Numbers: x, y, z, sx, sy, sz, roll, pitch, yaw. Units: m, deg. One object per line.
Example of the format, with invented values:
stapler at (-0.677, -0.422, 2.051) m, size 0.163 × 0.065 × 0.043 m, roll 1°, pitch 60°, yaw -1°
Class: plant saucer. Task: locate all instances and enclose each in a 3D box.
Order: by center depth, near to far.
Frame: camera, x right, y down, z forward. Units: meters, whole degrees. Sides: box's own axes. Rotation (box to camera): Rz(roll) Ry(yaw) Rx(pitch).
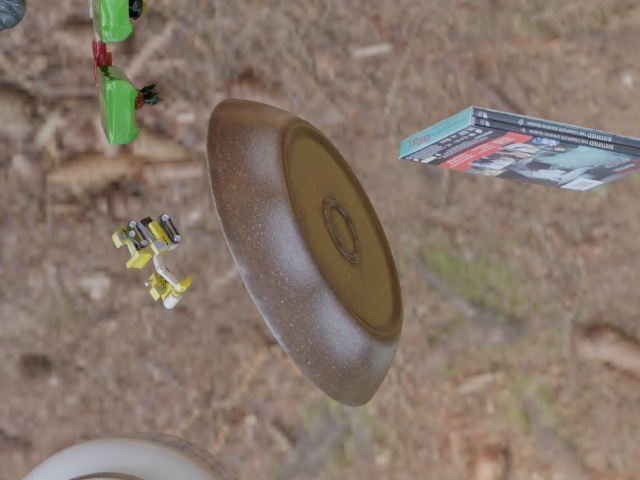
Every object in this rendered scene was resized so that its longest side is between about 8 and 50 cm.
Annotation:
plant saucer at (0.000, 0.000, 1.176) m, size 0.036 × 0.198 × 0.198 m, roll -24°, pitch 133°, yaw 19°

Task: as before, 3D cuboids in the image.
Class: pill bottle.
pill bottle at (-0.114, 0.190, 1.177) m, size 0.152 × 0.152 × 0.272 m, roll -7°, pitch 175°, yaw -1°

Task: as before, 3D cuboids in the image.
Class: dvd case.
dvd case at (0.115, -0.049, 1.089) m, size 0.119 × 0.013 × 0.087 m, roll 10°, pitch 166°, yaw -21°

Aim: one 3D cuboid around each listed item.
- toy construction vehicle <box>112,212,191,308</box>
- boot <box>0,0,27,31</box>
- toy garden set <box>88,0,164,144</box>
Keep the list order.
toy construction vehicle at (-0.168, 0.018, 1.975) m, size 0.035 × 0.098 × 0.086 m, roll -23°, pitch 169°, yaw -35°
boot at (-0.362, -0.280, 1.880) m, size 0.246 × 0.161 × 0.083 m, roll 10°, pitch 134°, yaw 20°
toy garden set at (-0.137, -0.202, 1.393) m, size 0.049 × 0.204 × 0.244 m, roll -4°, pitch 101°, yaw -9°
